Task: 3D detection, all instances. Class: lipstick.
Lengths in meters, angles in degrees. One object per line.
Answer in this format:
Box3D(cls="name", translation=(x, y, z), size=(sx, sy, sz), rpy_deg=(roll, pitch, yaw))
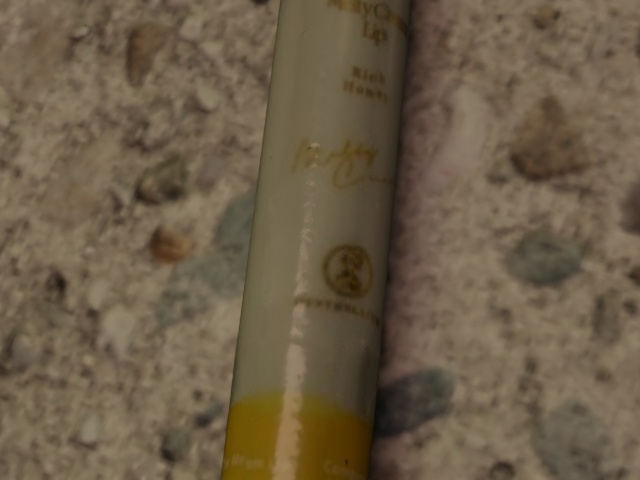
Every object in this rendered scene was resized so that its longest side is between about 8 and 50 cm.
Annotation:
Box3D(cls="lipstick", translation=(0.000, 0.000, 0.684), size=(0.059, 0.059, 0.264), rpy_deg=(0, 70, 18))
